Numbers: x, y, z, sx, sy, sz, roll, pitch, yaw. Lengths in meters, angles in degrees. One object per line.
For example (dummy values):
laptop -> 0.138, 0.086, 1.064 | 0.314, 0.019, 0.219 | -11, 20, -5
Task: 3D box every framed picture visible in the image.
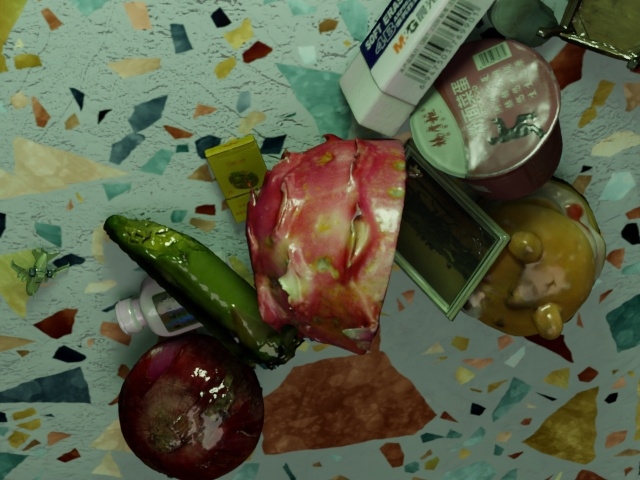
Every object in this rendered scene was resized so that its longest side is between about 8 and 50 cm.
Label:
framed picture -> 0.183, -0.016, 1.957 | 0.014, 0.252, 0.197 | -12, 141, -47

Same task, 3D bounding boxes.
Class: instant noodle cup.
instant noodle cup -> 0.277, -0.174, 1.834 | 0.235, 0.234, 0.178 | -28, 153, 12

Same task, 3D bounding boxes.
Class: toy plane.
toy plane -> -0.486, 0.057, 2.000 | 0.102, 0.040, 0.111 | 7, 126, -30

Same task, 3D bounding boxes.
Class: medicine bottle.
medicine bottle -> -0.251, 0.104, 2.059 | 0.219, 0.078, 0.115 | -19, 120, 5

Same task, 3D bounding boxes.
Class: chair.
chair -> 0.474, -0.353, 1.786 | 0.186, 0.319, 0.160 | 26, 111, 21

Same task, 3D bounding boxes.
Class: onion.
onion -> -0.235, 0.305, 2.121 | 0.276, 0.276, 0.276 | -6, 130, -7

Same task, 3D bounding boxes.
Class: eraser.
eraser -> 0.143, -0.305, 1.772 | 0.086, 0.130, 0.287 | 20, 121, -29

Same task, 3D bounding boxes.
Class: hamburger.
hamburger -> 0.349, 0.045, 1.994 | 0.276, 0.237, 0.276 | 7, 119, 12

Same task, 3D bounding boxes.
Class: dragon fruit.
dragon fruit -> 0.000, 0.000, 1.849 | 0.249, 0.386, 0.371 | 10, 128, -5

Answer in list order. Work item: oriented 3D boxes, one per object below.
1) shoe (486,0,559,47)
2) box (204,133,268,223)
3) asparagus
shoe -> 0.300, -0.358, 1.793 | 0.079, 0.078, 0.195 | -45, 148, 19
box -> -0.128, -0.101, 1.953 | 0.087, 0.023, 0.155 | -16, 131, 6
asparagus -> -0.196, 0.073, 1.951 | 0.382, 0.108, 0.128 | 43, 155, -9
